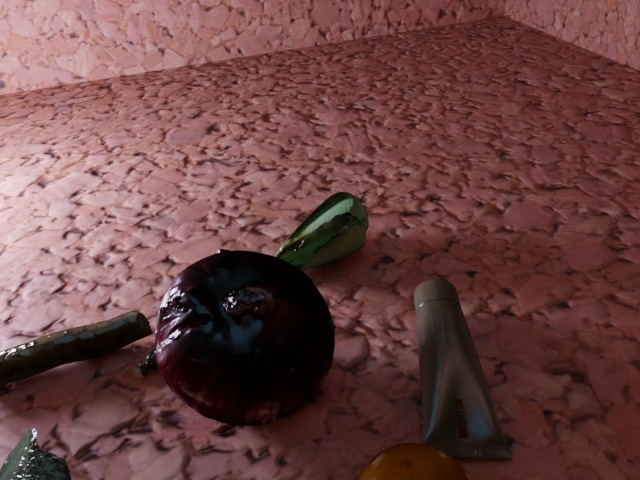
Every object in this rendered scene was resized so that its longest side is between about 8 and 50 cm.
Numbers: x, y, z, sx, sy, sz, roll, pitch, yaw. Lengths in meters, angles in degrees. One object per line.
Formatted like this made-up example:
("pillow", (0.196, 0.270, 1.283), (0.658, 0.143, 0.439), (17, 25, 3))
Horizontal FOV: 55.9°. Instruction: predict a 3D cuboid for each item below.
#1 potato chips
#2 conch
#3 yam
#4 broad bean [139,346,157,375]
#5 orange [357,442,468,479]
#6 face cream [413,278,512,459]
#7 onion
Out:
("potato chips", (-0.443, 0.375, 0.870), (0.167, 0.059, 0.228), (-37, 45, -25))
("conch", (0.010, -0.009, 1.310), (0.143, 0.137, 0.250), (28, 45, 36))
("yam", (-0.473, 0.200, 1.115), (0.317, 0.071, 0.067), (-17, 80, -15))
("broad bean", (-0.213, 0.187, 1.129), (0.254, 0.047, 0.065), (-16, 43, -14))
("orange", (0.123, 0.346, 0.796), (0.156, 0.124, 0.156), (-8, 18, 3))
("face cream", (0.220, 0.212, 1.029), (0.137, 0.084, 0.341), (5, 41, -4))
("onion", (-0.116, 0.142, 0.999), (0.313, 0.232, 0.314), (14, 47, -15))
